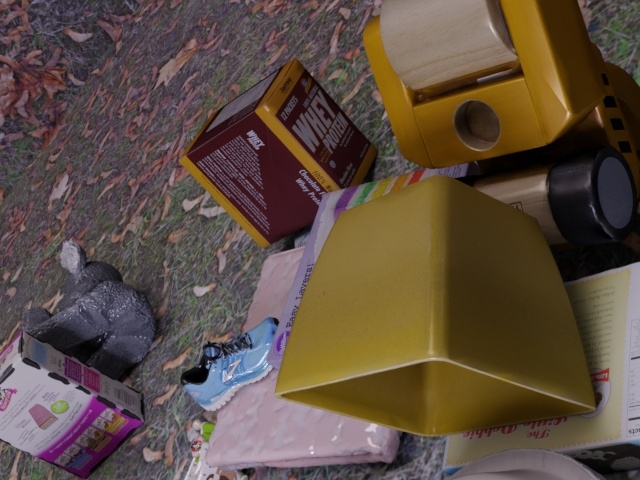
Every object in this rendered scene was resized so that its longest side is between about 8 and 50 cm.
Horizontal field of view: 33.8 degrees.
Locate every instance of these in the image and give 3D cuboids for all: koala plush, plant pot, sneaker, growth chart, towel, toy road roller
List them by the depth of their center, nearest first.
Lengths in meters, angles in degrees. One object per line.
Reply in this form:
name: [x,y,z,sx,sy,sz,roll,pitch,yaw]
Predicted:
plant pot: [0.107,0.061,0.981,0.212,0.212,0.187,-20,58,46]
toy road roller: [0.219,-0.145,1.101,0.202,0.329,0.240,-10,18,43]
towel: [0.008,0.135,1.344,0.317,0.053,0.332,-16,47,42]
sneaker: [-0.115,0.154,1.359,0.162,0.073,0.063,-42,34,14]
growth chart: [-0.158,0.353,1.413,0.172,0.021,0.237,-10,53,49]
koala plush: [-0.386,0.111,1.823,0.203,0.196,0.221,-36,33,9]

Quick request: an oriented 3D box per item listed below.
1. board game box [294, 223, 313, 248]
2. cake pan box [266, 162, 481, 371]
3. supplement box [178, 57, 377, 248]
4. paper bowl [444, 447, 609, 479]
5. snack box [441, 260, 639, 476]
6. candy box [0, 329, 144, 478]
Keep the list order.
board game box: [0.000,0.000,1.535,0.090,0.020,0.090,-37,34,27]
cake pan box: [0.070,0.045,1.248,0.245,0.070,0.267,-12,50,46]
supplement box: [-0.061,-0.124,1.550,0.194,0.191,0.129,-27,24,39]
paper bowl: [0.154,0.313,0.892,0.284,0.148,0.284,-35,37,32]
snack box: [0.263,0.125,1.005,0.322,0.060,0.187,-21,45,44]
candy box: [-0.418,0.262,1.654,0.159,0.233,0.071,-44,32,17]
